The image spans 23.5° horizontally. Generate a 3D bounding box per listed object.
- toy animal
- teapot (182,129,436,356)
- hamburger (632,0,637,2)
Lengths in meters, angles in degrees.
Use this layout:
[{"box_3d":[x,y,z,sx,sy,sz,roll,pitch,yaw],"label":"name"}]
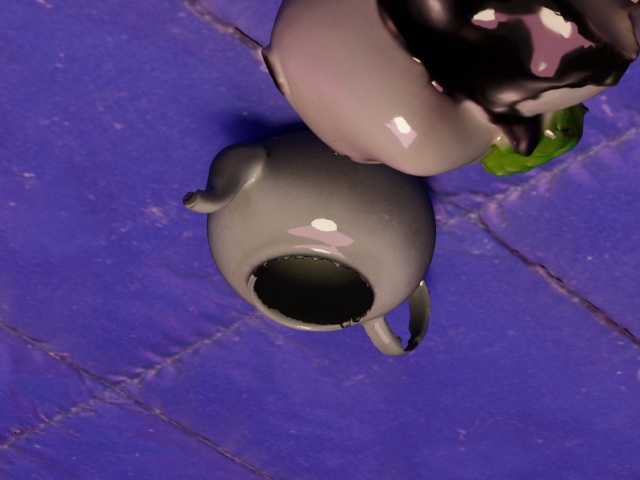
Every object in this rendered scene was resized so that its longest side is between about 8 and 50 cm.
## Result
[{"box_3d":[0.099,-0.141,1.022,0.212,0.213,0.266,27,139,-22],"label":"toy animal"},{"box_3d":[0.000,0.000,1.292,0.193,0.129,0.294,-21,133,34],"label":"teapot"},{"box_3d":[0.211,-0.239,0.868,0.262,0.243,0.138,48,162,-15],"label":"hamburger"}]
